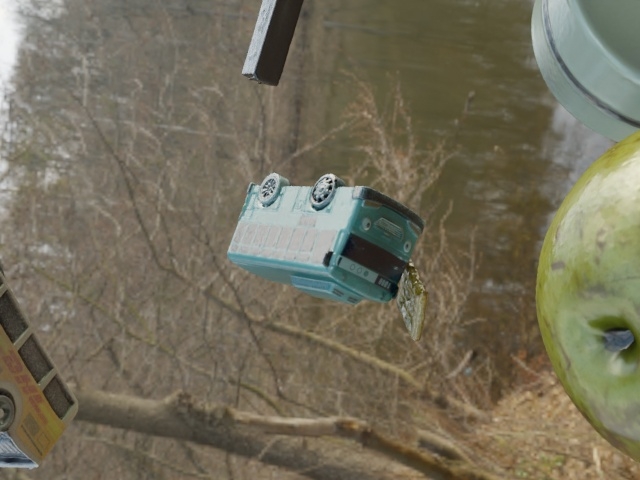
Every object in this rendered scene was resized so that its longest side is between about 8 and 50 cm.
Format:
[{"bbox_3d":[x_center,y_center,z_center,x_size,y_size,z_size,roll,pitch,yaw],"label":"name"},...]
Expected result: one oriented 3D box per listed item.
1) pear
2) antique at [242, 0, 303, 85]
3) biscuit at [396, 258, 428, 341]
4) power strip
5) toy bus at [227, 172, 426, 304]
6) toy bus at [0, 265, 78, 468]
[{"bbox_3d":[0.304,0.038,0.590,0.283,0.283,0.284,-175,90,-85],"label":"pear"},{"bbox_3d":[-0.004,-0.170,0.384,0.031,0.015,0.192,25,98,67],"label":"antique"},{"bbox_3d":[0.117,0.075,1.009,0.083,0.018,0.081,-108,18,-53],"label":"biscuit"},{"bbox_3d":[0.455,-0.310,1.035,0.161,0.357,0.358,97,177,-75],"label":"power strip"},{"bbox_3d":[0.000,0.000,1.039,0.256,0.128,0.147,7,75,52],"label":"toy bus"},{"bbox_3d":[-0.390,0.102,0.858,0.138,0.097,0.343,-59,-43,-52],"label":"toy bus"}]
